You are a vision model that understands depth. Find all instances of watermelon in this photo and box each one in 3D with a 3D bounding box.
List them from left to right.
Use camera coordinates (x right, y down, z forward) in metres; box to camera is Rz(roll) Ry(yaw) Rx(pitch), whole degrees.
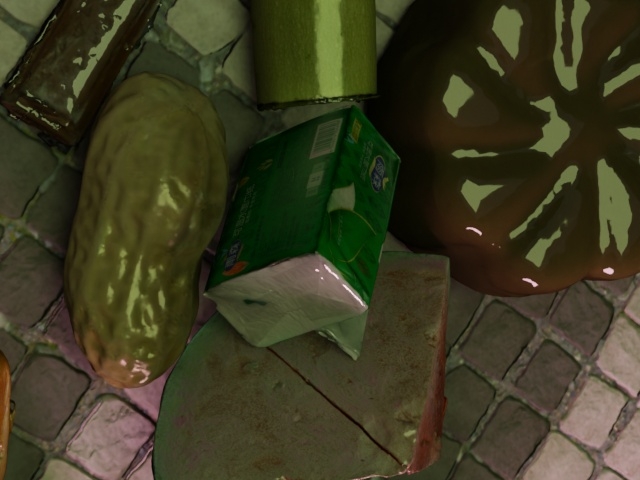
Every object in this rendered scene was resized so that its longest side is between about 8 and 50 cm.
[{"bbox_3d":[-0.006,0.189,1.532,0.292,0.319,0.222,-2,137,4],"label":"watermelon"}]

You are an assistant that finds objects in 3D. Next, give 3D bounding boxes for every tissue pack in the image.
[{"bbox_3d":[-0.001,0.001,1.480,0.156,0.148,0.209,49,37,-34],"label":"tissue pack"}]

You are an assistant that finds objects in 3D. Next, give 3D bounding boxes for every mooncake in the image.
[{"bbox_3d":[0.241,-0.121,1.605,0.378,0.201,0.378,-2,94,-24],"label":"mooncake"}]

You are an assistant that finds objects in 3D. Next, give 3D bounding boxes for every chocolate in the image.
[{"bbox_3d":[-0.199,-0.244,1.469,0.102,0.065,0.329,33,82,-24],"label":"chocolate"}]

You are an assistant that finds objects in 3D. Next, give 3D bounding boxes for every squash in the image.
[{"bbox_3d":[-0.009,-0.260,1.522,0.132,0.132,0.247,-5,94,-24],"label":"squash"}]

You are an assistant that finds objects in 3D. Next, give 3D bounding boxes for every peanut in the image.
[{"bbox_3d":[-0.171,-0.008,1.455,0.152,0.152,0.313,14,90,-25],"label":"peanut"}]

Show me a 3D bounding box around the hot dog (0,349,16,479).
[{"bbox_3d":[-0.358,0.211,1.428,0.109,0.072,0.269,14,90,-27],"label":"hot dog"}]
